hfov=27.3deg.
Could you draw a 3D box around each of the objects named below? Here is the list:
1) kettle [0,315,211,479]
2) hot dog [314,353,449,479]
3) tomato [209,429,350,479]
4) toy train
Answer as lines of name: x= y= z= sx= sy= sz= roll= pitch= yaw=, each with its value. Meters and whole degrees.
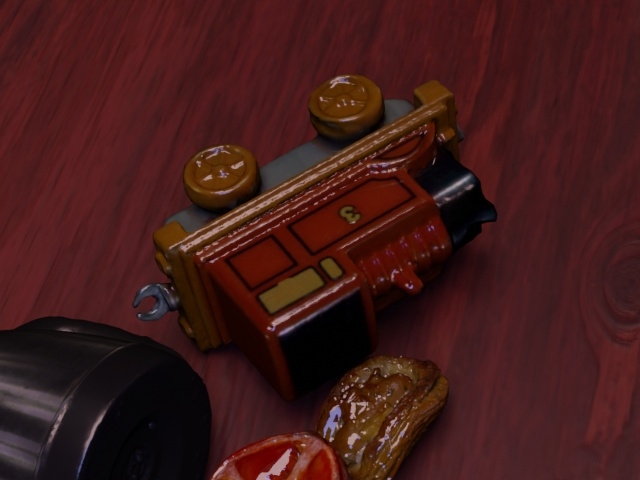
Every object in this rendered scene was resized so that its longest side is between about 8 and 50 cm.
kettle: x=-0.253 y=0.150 z=1.167 sx=0.271 sy=0.207 sz=0.251 roll=13 pitch=63 yaw=25
hot dog: x=0.057 y=0.160 z=1.200 sx=0.099 sy=0.065 sz=0.147 roll=20 pitch=59 yaw=40
tomato: x=-0.035 y=0.247 z=1.141 sx=0.155 sy=0.069 sz=0.156 roll=-16 pitch=47 yaw=18
toy train: x=0.000 y=0.000 z=1.254 sx=0.369 sy=0.163 sz=0.231 roll=-30 pitch=52 yaw=-15
